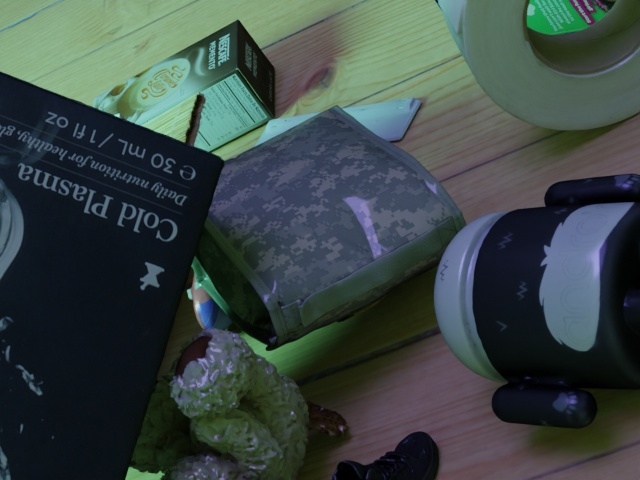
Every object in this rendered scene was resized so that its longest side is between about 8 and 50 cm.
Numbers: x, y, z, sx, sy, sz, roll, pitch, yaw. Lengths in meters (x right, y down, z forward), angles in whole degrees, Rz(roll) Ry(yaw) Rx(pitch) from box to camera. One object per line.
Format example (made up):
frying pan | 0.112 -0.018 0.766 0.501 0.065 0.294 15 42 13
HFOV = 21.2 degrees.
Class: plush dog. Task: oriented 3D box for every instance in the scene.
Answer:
plush dog | -0.091 0.240 1.676 0.262 0.211 0.225 -40 32 57

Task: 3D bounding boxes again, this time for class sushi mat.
sushi mat | -0.267 -0.063 1.997 0.316 0.019 0.151 -26 34 27

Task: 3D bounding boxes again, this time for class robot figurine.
robot figurine | 0.238 0.053 1.573 0.278 0.173 0.209 -3 21 42

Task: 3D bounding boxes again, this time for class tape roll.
tape roll | 0.276 -0.264 1.837 0.286 0.286 0.100 -31 32 9

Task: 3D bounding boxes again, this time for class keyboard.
keyboard | 0.014 -0.140 2.189 0.256 0.014 0.072 -6 48 40

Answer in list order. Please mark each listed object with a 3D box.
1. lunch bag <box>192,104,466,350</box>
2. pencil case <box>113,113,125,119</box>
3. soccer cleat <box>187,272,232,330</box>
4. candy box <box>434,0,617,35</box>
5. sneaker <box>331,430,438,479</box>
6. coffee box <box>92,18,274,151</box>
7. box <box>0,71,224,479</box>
lunch bag | 0.000 0.000 1.834 0.235 0.169 0.287 -27 30 -14
pencil case | -0.270 0.046 2.055 0.160 0.183 0.410 -26 32 38
soccer cleat | -0.082 0.008 2.027 0.095 0.083 0.248 -9 38 30
candy box | 0.328 -0.378 2.089 0.317 0.122 0.268 -7 43 41
sneaker | 0.050 0.228 1.596 0.051 0.089 0.170 -4 45 41
coffee box | -0.191 -0.184 2.358 0.246 0.098 0.141 -27 33 16
box | -0.408 0.079 1.658 0.297 0.480 0.471 149 139 -68
